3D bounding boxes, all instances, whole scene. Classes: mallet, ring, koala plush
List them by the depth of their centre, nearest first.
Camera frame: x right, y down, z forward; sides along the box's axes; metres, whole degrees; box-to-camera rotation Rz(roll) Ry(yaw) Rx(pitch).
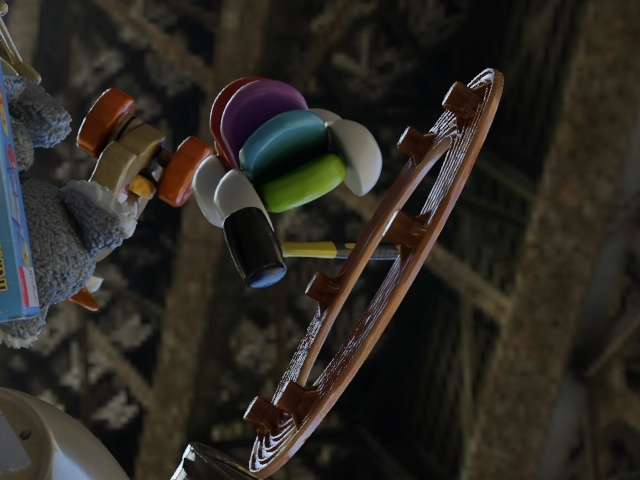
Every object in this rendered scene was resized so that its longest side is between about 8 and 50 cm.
[{"bbox_3d":[0.030,0.017,1.308,0.336,0.032,0.336,-58,-174,9],"label":"ring"},{"bbox_3d":[0.000,0.000,1.515,0.039,0.190,0.062,-49,-119,38],"label":"mallet"},{"bbox_3d":[-0.286,-0.026,1.627,0.196,0.203,0.221,-43,-103,3],"label":"koala plush"}]

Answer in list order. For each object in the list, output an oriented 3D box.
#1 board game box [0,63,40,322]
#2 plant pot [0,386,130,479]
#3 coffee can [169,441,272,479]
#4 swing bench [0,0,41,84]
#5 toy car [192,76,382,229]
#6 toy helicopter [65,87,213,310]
[{"bbox_3d":[-0.396,-0.066,1.433,0.086,0.302,0.308,122,-41,-88],"label":"board game box"},{"bbox_3d":[-0.289,0.236,1.639,0.274,0.256,0.256,93,-19,-63],"label":"plant pot"},{"bbox_3d":[-0.095,0.331,1.484,0.275,0.201,0.201,-57,-143,-2],"label":"coffee can"},{"bbox_3d":[-0.506,-0.214,2.084,0.255,0.253,0.165,40,-18,26],"label":"swing bench"},{"bbox_3d":[-0.043,-0.087,1.701,0.136,0.159,0.182,67,-12,-18],"label":"toy car"},{"bbox_3d":[-0.272,-0.003,2.045,0.140,0.355,0.235,32,-59,4],"label":"toy helicopter"}]
